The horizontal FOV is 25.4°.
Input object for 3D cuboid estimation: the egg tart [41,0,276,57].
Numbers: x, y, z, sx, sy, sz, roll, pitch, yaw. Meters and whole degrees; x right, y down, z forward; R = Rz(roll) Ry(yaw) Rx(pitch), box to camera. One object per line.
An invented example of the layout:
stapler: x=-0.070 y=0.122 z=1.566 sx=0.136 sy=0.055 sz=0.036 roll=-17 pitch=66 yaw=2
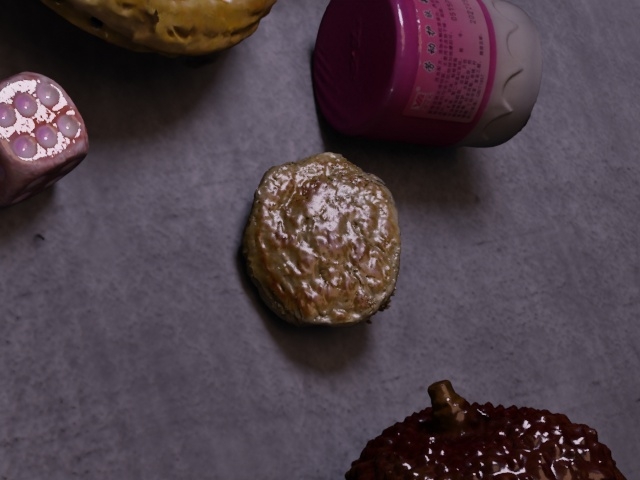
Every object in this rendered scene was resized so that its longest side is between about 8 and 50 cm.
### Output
egg tart: x=-0.200 y=-0.345 z=1.391 sx=0.387 sy=0.169 sz=0.388 roll=17 pitch=62 yaw=-35

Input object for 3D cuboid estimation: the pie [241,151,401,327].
pie: x=0.000 y=0.000 z=1.436 sx=0.163 sy=0.079 sz=0.194 roll=12 pitch=64 yaw=-17

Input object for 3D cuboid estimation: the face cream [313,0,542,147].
face cream: x=0.115 y=-0.190 z=1.528 sx=0.194 sy=0.175 sz=0.175 roll=3 pitch=69 yaw=-30

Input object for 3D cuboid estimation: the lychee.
lychee: x=0.151 y=0.271 z=1.294 sx=0.275 sy=0.275 sz=0.304 roll=-27 pitch=104 yaw=-38

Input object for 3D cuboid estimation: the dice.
dice: x=-0.274 y=-0.092 z=1.286 sx=0.093 sy=0.091 sz=0.094 roll=-34 pitch=91 yaw=-38
